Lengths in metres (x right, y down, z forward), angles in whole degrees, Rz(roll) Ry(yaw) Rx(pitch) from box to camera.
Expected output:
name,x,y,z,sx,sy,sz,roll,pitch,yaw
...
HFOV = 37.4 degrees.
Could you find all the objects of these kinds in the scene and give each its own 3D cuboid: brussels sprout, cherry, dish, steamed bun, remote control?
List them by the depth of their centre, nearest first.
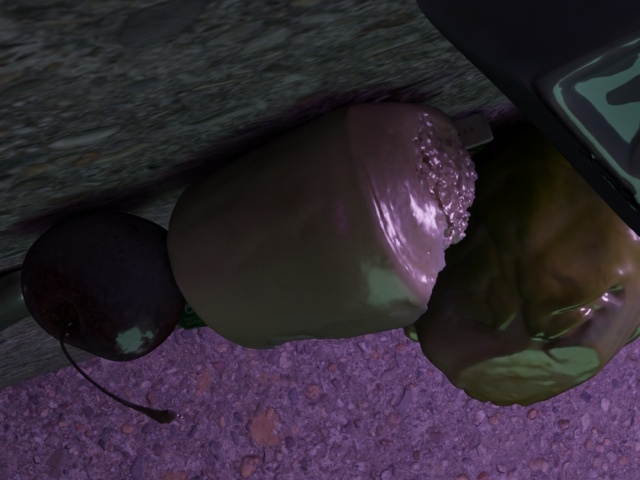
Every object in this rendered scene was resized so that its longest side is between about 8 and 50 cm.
name,x,y,z,sx,sy,sz,roll,pitch,yaw
dish,0.179,-0.063,0.450,0.243,0.080,0.182,38,138,-28
cherry,-0.141,0.048,0.750,0.188,0.115,0.148,25,-177,17
steamed bun,0.000,0.000,0.759,0.226,0.170,0.200,-21,179,30
remote control,-0.364,0.082,1.004,0.310,0.038,0.090,-25,171,42
brussels sprout,0.246,0.023,1.075,0.268,0.344,0.344,26,161,-12

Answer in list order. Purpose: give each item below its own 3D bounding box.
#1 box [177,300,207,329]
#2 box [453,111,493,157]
name,x,y,z,sx,sy,sz,roll,pitch,yaw
box,-0.040,0.034,1.128,0.250,0.103,0.180,-9,179,25
box,0.089,-0.076,1.004,0.132,0.034,0.235,-18,175,-7
